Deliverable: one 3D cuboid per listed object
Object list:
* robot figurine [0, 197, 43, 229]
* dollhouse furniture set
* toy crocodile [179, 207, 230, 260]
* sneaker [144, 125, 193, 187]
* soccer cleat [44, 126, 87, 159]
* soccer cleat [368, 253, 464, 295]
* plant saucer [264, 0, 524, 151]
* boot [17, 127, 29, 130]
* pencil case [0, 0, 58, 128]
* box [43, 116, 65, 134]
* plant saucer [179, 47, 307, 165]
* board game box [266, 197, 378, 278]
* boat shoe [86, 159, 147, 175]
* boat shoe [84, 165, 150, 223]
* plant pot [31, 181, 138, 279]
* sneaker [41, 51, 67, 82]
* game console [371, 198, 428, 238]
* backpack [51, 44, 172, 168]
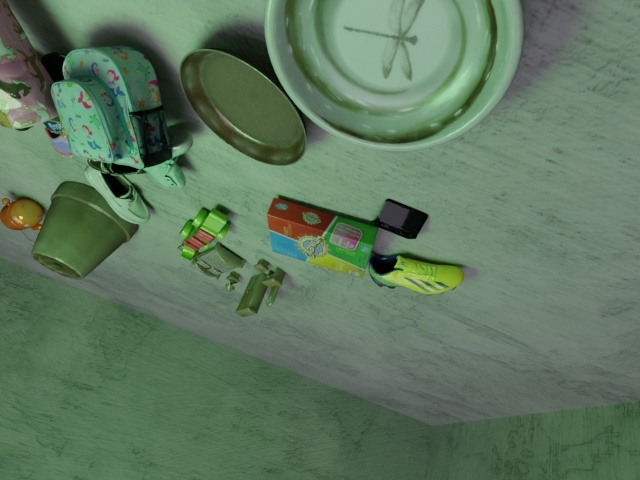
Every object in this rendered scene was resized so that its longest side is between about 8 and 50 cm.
[{"bbox_3d":[-1.295,-0.112,1.763,0.219,0.128,0.158,-5,98,36],"label":"robot figurine"},{"bbox_3d":[-0.373,0.136,1.587,0.355,0.174,0.303,37,145,-27],"label":"dollhouse furniture set"},{"bbox_3d":[-0.416,-0.021,1.430,0.115,0.105,0.340,34,146,-23],"label":"toy crocodile"},{"bbox_3d":[-0.398,-0.221,1.121,0.255,0.094,0.151,-1,143,39],"label":"sneaker"},{"bbox_3d":[-0.704,-0.294,1.196,0.247,0.083,0.095,7,142,25],"label":"soccer cleat"},{"bbox_3d":[0.281,0.095,1.235,0.289,0.093,0.121,1,138,27],"label":"soccer cleat"},{"bbox_3d":[0.110,-0.324,0.663,0.400,0.101,0.401,14,148,9],"label":"plant saucer"},{"bbox_3d":[-0.786,-0.420,1.032,0.207,0.094,0.247,-18,118,30],"label":"boot"},{"bbox_3d":[-0.673,-0.420,0.820,0.160,0.167,0.386,27,141,36],"label":"pencil case"},{"bbox_3d":[-0.697,-0.329,1.135,0.168,0.059,0.054,14,150,23],"label":"box"},{"bbox_3d":[-0.157,-0.285,0.879,0.310,0.050,0.311,26,158,11],"label":"plant saucer"},{"bbox_3d":[0.000,0.000,1.254,0.316,0.064,0.242,16,152,7],"label":"board game box"},{"bbox_3d":[-0.617,-0.234,1.221,0.219,0.070,0.078,5,109,13],"label":"boat shoe"},{"bbox_3d":[-0.666,-0.156,1.380,0.088,0.096,0.268,2,137,34],"label":"boat shoe"},{"bbox_3d":[-0.920,-0.015,1.559,0.323,0.281,0.323,13,149,8],"label":"plant pot"},{"bbox_3d":[-0.590,-0.326,1.032,0.107,0.124,0.283,0,144,29],"label":"sneaker"},{"bbox_3d":[0.213,-0.056,1.111,0.122,0.071,0.107,22,179,-3],"label":"game console"},{"bbox_3d":[-0.464,-0.297,0.909,0.225,0.191,0.254,16,117,28],"label":"backpack"}]
